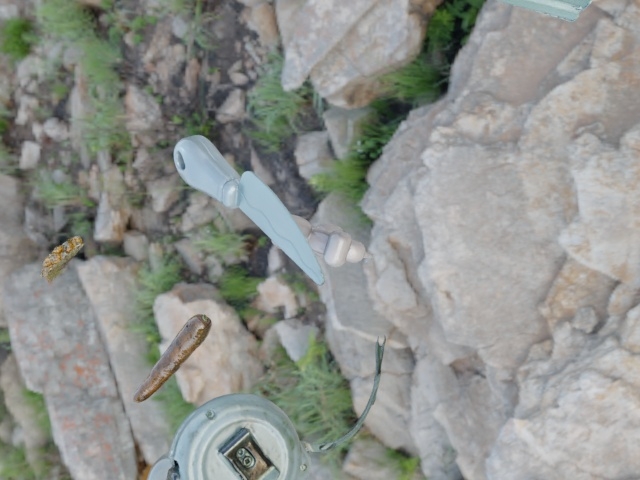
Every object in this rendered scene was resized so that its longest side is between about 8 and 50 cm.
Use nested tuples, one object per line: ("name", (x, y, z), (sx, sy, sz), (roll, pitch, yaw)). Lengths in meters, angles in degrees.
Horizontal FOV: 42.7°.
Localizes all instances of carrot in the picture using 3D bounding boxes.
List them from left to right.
("carrot", (-0.204, 0.164, 1.114), (0.165, 0.036, 0.035), (-50, 58, 10))

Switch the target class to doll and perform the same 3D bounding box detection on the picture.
("doll", (0.000, 0.000, 1.277), (0.161, 0.160, 0.059), (18, 93, 26))

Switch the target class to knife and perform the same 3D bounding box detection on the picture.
("knife", (-0.090, -0.053, 1.025), (0.331, 0.044, 0.080), (37, 133, 42))

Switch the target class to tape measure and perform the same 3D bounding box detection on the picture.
("tape measure", (-0.033, 0.201, 0.955), (0.164, 0.330, 0.084), (53, 159, -18))

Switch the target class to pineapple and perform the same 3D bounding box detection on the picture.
("pineapple", (-0.352, 0.028, 1.098), (0.019, 0.045, 0.083), (47, 108, 10))

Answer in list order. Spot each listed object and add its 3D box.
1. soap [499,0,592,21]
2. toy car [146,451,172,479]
("soap", (0.229, -0.330, 0.953), (0.114, 0.198, 0.063), (122, 161, -73))
("toy car", (-0.208, 0.372, 1.243), (0.139, 0.112, 0.112), (-41, 84, 25))
